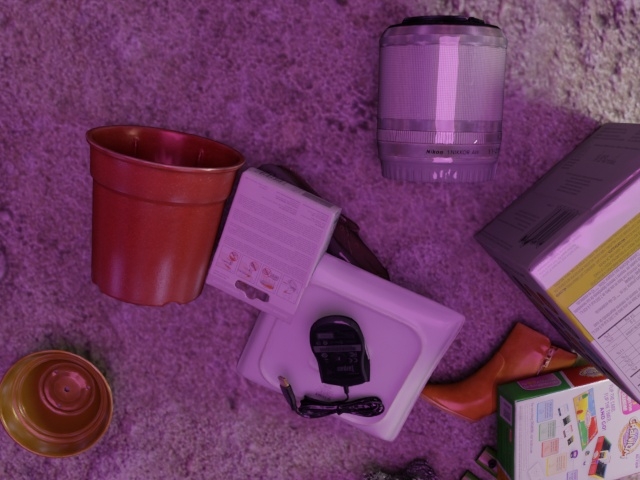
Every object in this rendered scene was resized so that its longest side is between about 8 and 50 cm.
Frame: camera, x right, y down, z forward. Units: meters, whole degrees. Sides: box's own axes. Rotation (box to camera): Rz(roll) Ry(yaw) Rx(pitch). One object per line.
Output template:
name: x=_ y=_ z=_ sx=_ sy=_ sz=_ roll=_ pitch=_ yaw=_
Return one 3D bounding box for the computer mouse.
computer mouse: x=0.006 y=0.223 z=1.399 sx=0.184 sy=0.060 sz=0.262 roll=-7 pitch=127 yaw=14

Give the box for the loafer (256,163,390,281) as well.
loafer: x=0.000 y=0.000 z=1.450 sx=0.134 sy=0.130 sz=0.366 roll=-30 pitch=107 yaw=30

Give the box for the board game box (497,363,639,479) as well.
board game box: x=0.497 y=0.367 z=1.497 sx=0.317 sy=0.064 sz=0.242 roll=-9 pitch=109 yaw=-16

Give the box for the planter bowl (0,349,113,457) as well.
planter bowl: x=-0.501 y=0.302 z=1.497 sx=0.217 sy=0.090 sz=0.217 roll=0 pitch=99 yaw=-2

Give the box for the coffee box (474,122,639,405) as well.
coffee box: x=0.539 y=0.029 z=1.357 sx=0.338 sy=0.337 sz=0.334 roll=-42 pitch=100 yaw=5

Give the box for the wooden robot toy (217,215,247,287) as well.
wooden robot toy: x=-0.173 y=0.014 z=1.462 sx=0.079 sy=0.173 sz=0.076 roll=30 pitch=56 yaw=29

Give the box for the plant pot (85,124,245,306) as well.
plant pot: x=-0.290 y=-0.041 z=1.369 sx=0.273 sy=0.272 sz=0.265 roll=11 pitch=107 yaw=-4

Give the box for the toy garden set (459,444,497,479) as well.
toy garden set: x=0.347 y=0.576 z=1.562 sx=0.204 sy=0.049 sz=0.244 roll=36 pitch=97 yaw=12

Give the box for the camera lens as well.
camera lens: x=0.209 y=-0.246 z=1.356 sx=0.220 sy=0.219 sz=0.274 roll=1 pitch=100 yaw=-2

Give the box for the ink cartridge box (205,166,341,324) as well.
ink cartridge box: x=-0.084 y=0.009 z=1.354 sx=0.181 sy=0.056 sz=0.224 roll=26 pitch=113 yaw=12

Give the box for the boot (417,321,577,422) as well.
boot: x=0.344 y=0.256 z=1.520 sx=0.295 sy=0.104 sz=0.211 roll=19 pitch=94 yaw=-10

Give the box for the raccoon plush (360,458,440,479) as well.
raccoon plush: x=0.258 y=0.551 z=1.421 sx=0.216 sy=0.446 sz=0.299 roll=5 pitch=70 yaw=-43

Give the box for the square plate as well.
square plate: x=0.040 y=0.205 z=1.441 sx=0.347 sy=0.049 sz=0.344 roll=24 pitch=120 yaw=2
